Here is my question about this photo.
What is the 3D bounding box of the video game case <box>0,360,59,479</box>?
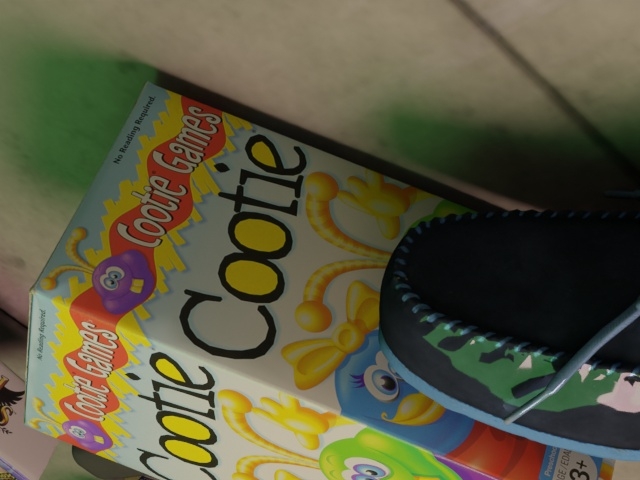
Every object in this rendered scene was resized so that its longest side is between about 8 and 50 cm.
[{"bbox_3d":[-0.350,0.088,0.903,0.269,0.061,0.244,-11,132,38],"label":"video game case"}]

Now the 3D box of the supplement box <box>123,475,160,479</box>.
[{"bbox_3d":[-0.098,0.187,0.968,0.083,0.083,0.056,10,144,19],"label":"supplement box"}]

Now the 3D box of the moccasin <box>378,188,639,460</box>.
[{"bbox_3d":[0.197,0.019,0.554,0.341,0.138,0.117,4,139,3],"label":"moccasin"}]

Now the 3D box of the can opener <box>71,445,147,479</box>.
[{"bbox_3d":[-0.060,0.127,0.874,0.280,0.074,0.093,-12,133,41],"label":"can opener"}]

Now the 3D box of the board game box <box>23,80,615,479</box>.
[{"bbox_3d":[0.005,0.058,0.667,0.275,0.144,0.142,21,145,1],"label":"board game box"}]
